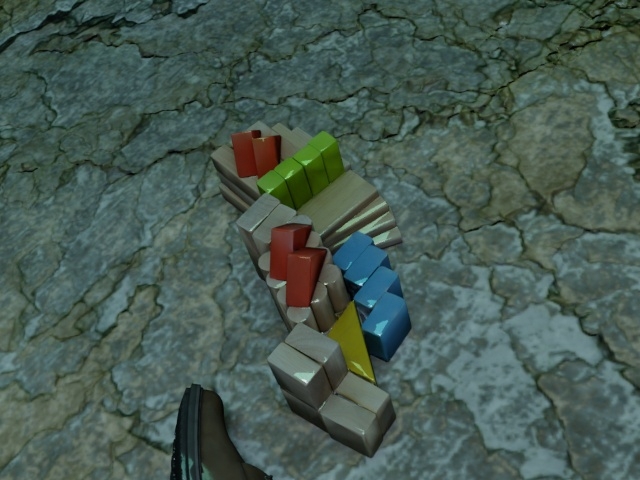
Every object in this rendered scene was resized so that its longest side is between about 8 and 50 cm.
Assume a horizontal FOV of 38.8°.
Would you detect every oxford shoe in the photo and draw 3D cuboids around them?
[{"bbox_3d":[-0.062,0.203,0.680,0.096,0.083,0.227,-2,45,-18],"label":"oxford shoe"}]

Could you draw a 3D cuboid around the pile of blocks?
[{"bbox_3d":[0.000,0.000,0.787,0.148,0.113,0.362,-20,51,-1],"label":"pile of blocks"}]
